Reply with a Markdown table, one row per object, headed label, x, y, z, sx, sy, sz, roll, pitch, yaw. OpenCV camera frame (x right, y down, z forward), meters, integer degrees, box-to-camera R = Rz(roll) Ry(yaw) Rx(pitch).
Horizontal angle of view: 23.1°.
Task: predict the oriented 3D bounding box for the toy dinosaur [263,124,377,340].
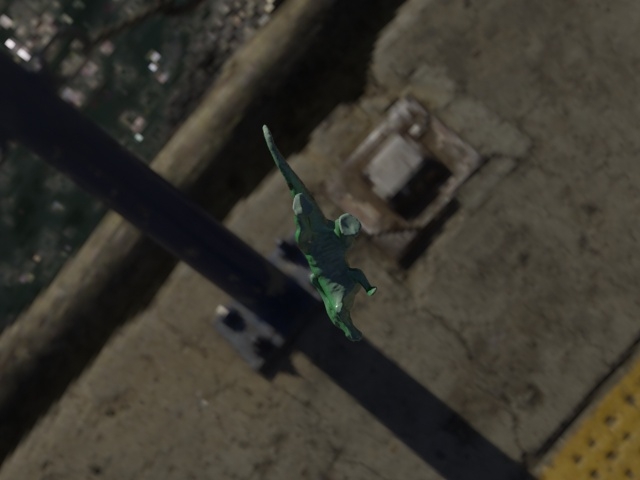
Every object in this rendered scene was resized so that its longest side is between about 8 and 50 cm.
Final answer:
| label | x | y | z | sx | sy | sz | roll | pitch | yaw |
| --- | --- | --- | --- | --- | --- | --- | --- | --- | --- |
| toy dinosaur | 0.000 | 0.000 | 0.599 | 0.021 | 0.062 | 0.083 | -22 | 68 | -11 |
